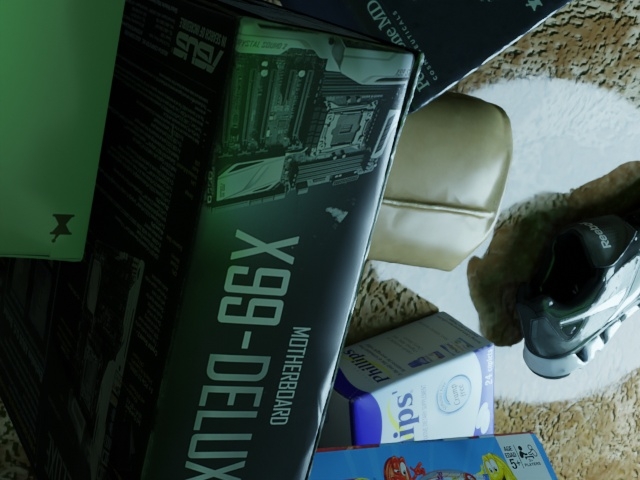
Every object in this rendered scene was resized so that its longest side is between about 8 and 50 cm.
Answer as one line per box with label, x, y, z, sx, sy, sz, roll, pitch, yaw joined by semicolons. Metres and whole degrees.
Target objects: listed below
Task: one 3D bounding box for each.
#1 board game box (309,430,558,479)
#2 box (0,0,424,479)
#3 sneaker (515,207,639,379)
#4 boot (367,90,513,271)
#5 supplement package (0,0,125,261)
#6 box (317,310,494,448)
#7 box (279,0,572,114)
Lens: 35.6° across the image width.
board game box;-0.039;0.239;0.667;0.302;0.086;0.308;4;143;-34
box;-0.093;-0.008;0.484;0.077;0.307;0.242;4;107;-31
sneaker;0.258;0.014;0.865;0.234;0.078;0.106;-40;128;-10
boot;0.000;0.000;0.688;0.270;0.089;0.236;6;107;-36
supplement package;-0.191;-0.096;0.423;0.139;0.244;0.133;2;109;-34
box;0.067;0.142;0.801;0.137;0.072;0.126;-18;118;-25
box;0.058;-0.175;0.610;0.158;0.093;0.156;-37;99;-15
